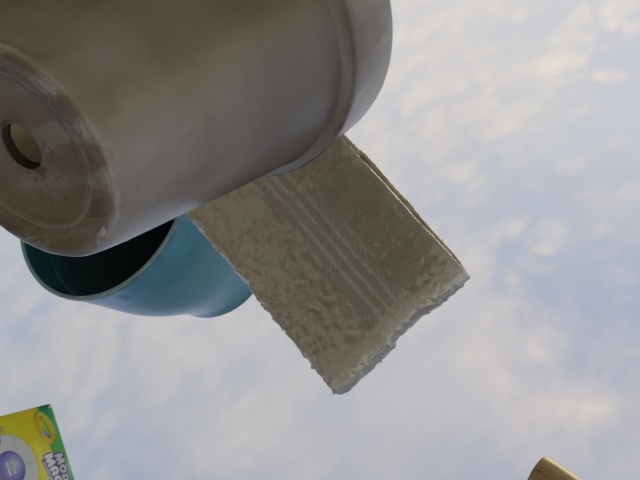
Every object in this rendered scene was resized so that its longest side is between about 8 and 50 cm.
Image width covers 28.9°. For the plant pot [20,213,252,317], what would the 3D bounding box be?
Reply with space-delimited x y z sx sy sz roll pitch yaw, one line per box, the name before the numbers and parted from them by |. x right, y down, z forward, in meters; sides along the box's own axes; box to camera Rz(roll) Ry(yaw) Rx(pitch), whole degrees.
plant pot | -0.203 -0.020 1.619 0.271 0.255 0.272 -12 -114 29

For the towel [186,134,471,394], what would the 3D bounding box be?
towel | 0.000 0.000 1.279 0.187 0.049 0.282 -44 -113 10

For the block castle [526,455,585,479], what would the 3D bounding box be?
block castle | 0.174 0.441 1.162 0.212 0.303 0.453 33 -141 20

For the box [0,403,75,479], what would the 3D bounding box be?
box | -0.306 0.224 1.206 0.043 0.105 0.179 -24 171 31

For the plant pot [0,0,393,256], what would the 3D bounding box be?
plant pot | -0.150 -0.143 0.982 0.323 0.323 0.280 5 -143 36
